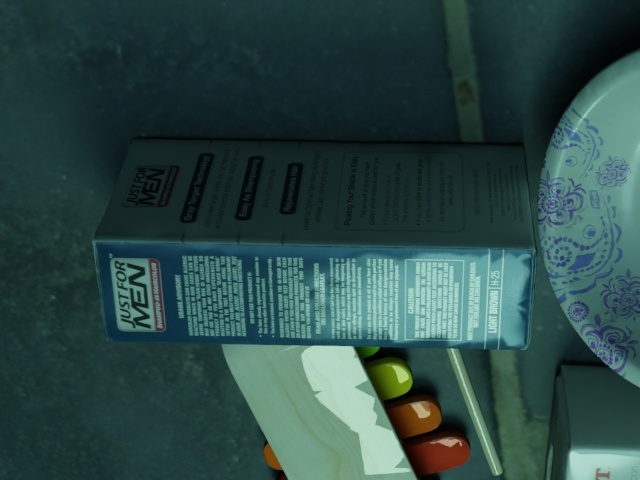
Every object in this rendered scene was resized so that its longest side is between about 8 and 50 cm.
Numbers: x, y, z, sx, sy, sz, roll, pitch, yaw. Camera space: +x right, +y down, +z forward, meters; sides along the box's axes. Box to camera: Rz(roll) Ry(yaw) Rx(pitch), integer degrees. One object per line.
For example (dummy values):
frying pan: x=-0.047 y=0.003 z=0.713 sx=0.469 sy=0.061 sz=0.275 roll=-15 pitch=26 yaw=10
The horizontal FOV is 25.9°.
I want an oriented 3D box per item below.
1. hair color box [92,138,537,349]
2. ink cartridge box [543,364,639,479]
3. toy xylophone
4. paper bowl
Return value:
hair color box: x=0.000 y=0.000 z=1.169 sx=0.347 sy=0.174 sz=0.105 roll=2 pitch=122 yaw=4
ink cartridge box: x=0.371 y=0.245 z=1.310 sx=0.306 sy=0.131 sz=0.226 roll=1 pitch=121 yaw=2
toy xylophone: x=0.040 y=0.155 z=1.310 sx=0.236 sy=0.081 sz=0.322 roll=-11 pitch=119 yaw=10
paper bowl: x=0.325 y=-0.020 z=1.101 sx=0.148 sy=0.284 sz=0.284 roll=-10 pitch=132 yaw=-42
